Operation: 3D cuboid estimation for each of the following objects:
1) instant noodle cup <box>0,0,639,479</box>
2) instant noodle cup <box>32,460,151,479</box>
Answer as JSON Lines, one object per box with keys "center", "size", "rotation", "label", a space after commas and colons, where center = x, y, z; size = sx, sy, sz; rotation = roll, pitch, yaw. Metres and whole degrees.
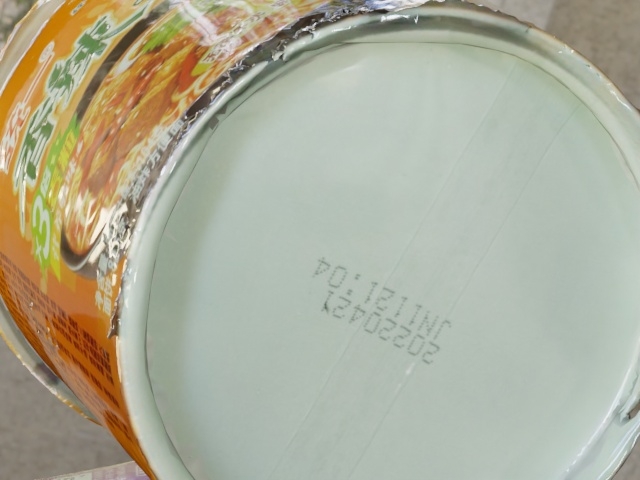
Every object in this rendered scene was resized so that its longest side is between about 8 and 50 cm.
{"center": [0.000, 0.000, 0.441], "size": [0.230, 0.230, 0.182], "rotation": [13, 10, -20], "label": "instant noodle cup"}
{"center": [-0.105, 0.277, 0.784], "size": [0.266, 0.339, 0.340], "rotation": [-3, 15, -10], "label": "instant noodle cup"}
